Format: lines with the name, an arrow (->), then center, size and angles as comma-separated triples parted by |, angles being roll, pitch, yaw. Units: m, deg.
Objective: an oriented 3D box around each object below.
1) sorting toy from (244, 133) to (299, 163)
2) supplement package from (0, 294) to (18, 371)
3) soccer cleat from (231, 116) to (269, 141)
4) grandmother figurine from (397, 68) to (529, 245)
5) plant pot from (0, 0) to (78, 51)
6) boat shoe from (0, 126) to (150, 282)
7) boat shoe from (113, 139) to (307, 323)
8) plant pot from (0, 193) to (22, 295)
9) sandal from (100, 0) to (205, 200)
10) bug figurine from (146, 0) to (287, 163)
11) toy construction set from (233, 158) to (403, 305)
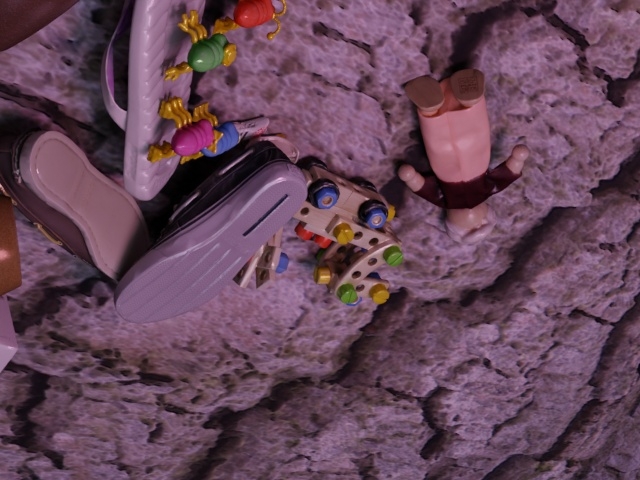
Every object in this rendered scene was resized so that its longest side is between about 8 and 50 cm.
sorting toy -> -0.081, -0.117, 1.621 | 0.083, 0.045, 0.075 | -5, 139, -17
supplement package -> -0.503, 0.112, 1.505 | 0.105, 0.179, 0.105 | 24, 115, -40
soccer cleat -> -0.114, -0.161, 1.573 | 0.083, 0.029, 0.036 | -25, 140, 1
grandmother figurine -> 0.232, -0.119, 1.745 | 0.207, 0.104, 0.342 | -2, 139, 11
plant pot -> -0.339, -0.325, 1.208 | 0.215, 0.215, 0.230 | 16, 134, -36
boat shoe -> -0.345, -0.043, 1.511 | 0.096, 0.117, 0.324 | 6, 153, 26
boat shoe -> -0.164, -0.011, 1.567 | 0.335, 0.119, 0.121 | -37, 135, 6
plant pot -> -0.513, 0.018, 1.366 | 0.254, 0.237, 0.237 | -6, 131, -18
sandal -> -0.232, -0.226, 1.396 | 0.102, 0.169, 0.416 | 20, 127, 9
bug figurine -> -0.134, -0.202, 1.416 | 0.216, 0.072, 0.279 | -44, 156, -59
toy construction set -> 0.000, 0.000, 1.701 | 0.327, 0.151, 0.215 | 11, 123, -47
